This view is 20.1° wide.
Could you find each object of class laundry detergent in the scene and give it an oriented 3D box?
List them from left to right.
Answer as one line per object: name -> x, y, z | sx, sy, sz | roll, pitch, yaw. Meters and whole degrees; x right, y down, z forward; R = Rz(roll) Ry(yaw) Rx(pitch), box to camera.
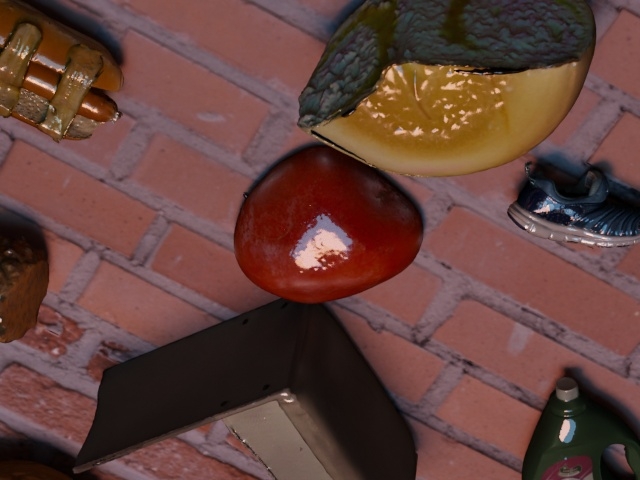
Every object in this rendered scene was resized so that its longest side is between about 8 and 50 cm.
laundry detergent -> 0.277, 0.231, 1.889 | 0.137, 0.063, 0.211 | -5, 121, 6

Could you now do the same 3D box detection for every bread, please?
bread -> 0.111, -0.142, 1.605 | 0.260, 0.158, 0.156 | 1, 135, 5

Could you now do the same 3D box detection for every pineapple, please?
pineapple -> -0.404, 0.025, 1.813 | 0.251, 0.125, 0.125 | 13, 126, 10

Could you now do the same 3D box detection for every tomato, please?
tomato -> 0.001, 0.007, 1.754 | 0.166, 0.082, 0.174 | 39, 118, -20

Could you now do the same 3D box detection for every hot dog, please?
hot dog -> -0.304, -0.177, 1.671 | 0.269, 0.072, 0.109 | 26, 121, -12

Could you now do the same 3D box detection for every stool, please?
stool -> -0.070, 0.227, 1.863 | 0.269, 0.170, 0.244 | -23, 118, 21

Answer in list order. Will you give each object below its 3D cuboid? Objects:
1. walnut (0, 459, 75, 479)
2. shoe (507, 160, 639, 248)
walnut -> -0.313, 0.327, 1.969 | 0.207, 0.167, 0.167 | 41, 120, -18
shoe -> 0.251, -0.032, 1.713 | 0.142, 0.064, 0.071 | 11, 107, -7
